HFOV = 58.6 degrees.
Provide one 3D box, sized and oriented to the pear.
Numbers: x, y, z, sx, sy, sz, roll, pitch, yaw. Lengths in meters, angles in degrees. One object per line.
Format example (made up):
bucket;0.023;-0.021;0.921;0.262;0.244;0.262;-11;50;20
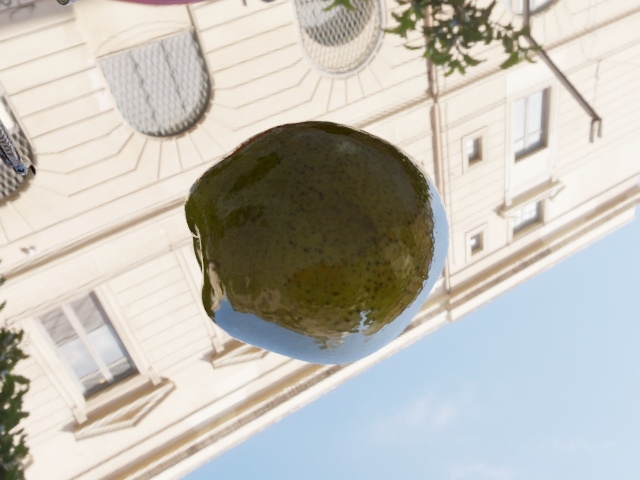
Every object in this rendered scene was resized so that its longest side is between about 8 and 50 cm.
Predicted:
pear;0.000;0.000;0.648;0.294;0.294;0.294;-8;-143;6

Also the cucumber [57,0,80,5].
cucumber;-0.644;-0.655;1.490;0.064;0.064;0.112;9;-145;27

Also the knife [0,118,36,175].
knife;-0.584;-0.234;0.976;0.043;0.365;0.089;-34;-117;-21
